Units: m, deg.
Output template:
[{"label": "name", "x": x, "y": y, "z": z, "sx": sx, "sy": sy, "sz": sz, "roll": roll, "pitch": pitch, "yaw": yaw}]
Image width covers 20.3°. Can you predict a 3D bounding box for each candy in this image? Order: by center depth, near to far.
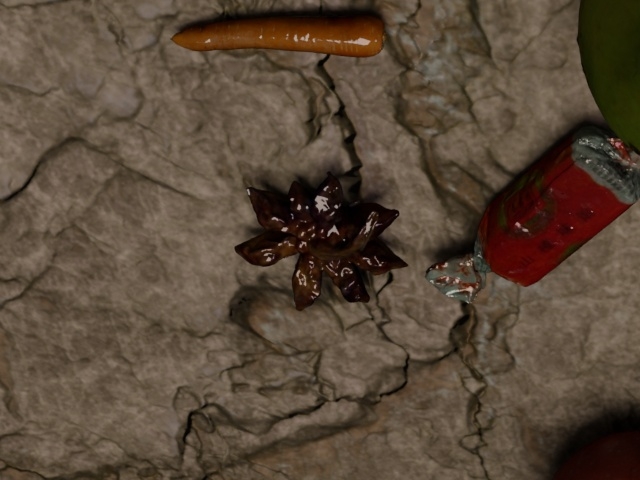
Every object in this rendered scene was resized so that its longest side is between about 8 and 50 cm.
[{"label": "candy", "x": 0.208, "y": -0.029, "z": 1.589, "sx": 0.086, "sy": 0.059, "sz": 0.292, "roll": 35, "pitch": 125, "yaw": -18}]

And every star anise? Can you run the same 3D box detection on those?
[{"label": "star anise", "x": 0.000, "y": -0.001, "z": 1.649, "sx": 0.168, "sy": 0.057, "sz": 0.168, "roll": 10, "pitch": 134, "yaw": 11}]

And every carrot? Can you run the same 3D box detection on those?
[{"label": "carrot", "x": -0.037, "y": -0.178, "z": 1.536, "sx": 0.190, "sy": 0.037, "sz": 0.037, "roll": 3, "pitch": 127, "yaw": 12}]

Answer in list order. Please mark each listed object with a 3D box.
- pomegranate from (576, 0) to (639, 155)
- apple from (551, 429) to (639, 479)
[{"label": "pomegranate", "x": 0.374, "y": -0.145, "z": 1.376, "sx": 0.358, "sy": 0.216, "sz": 0.310, "roll": 38, "pitch": 120, "yaw": -19}, {"label": "apple", "x": 0.329, "y": 0.310, "z": 1.728, "sx": 0.260, "sy": 0.216, "sz": 0.260, "roll": 4, "pitch": 124, "yaw": 6}]
